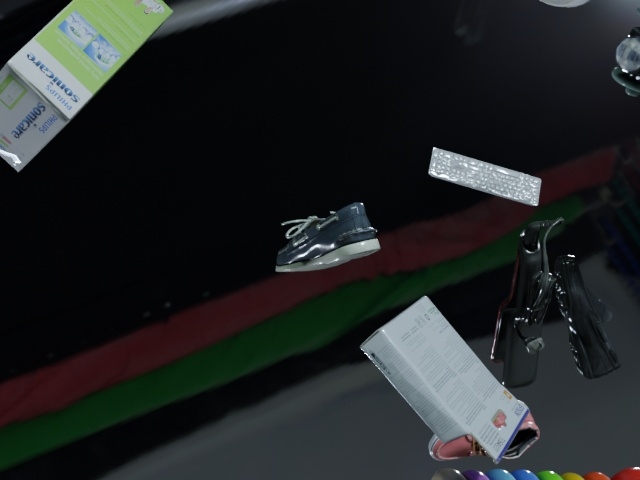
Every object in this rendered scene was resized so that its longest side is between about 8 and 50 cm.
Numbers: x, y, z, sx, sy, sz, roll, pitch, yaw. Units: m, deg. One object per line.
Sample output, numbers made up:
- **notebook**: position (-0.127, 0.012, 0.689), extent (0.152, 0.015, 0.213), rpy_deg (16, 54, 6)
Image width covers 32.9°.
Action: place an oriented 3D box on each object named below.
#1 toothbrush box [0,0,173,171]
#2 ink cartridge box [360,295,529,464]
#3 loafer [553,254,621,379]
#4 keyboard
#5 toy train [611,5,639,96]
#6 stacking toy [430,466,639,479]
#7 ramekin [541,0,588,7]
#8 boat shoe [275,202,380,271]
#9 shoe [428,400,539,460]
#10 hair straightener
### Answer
- **toothbrush box**: position (-0.381, -0.265, 1.639), extent (0.206, 0.122, 0.283), rpy_deg (-28, 24, 50)
- **ink cartridge box**: position (0.171, 0.189, 1.453), extent (0.045, 0.224, 0.223), rpy_deg (-45, -9, 21)
- **loafer**: position (0.446, 0.124, 1.812), extent (0.078, 0.223, 0.076), rpy_deg (-18, 14, 1)
- **keyboard**: position (0.367, -0.142, 2.418), extent (0.256, 0.072, 0.014), rpy_deg (16, -22, -5)
- **toy train**: position (0.565, -0.252, 1.556), extent (0.334, 0.190, 0.142), rpy_deg (-8, -56, -43)
- **stacking toy**: position (0.317, 0.366, 1.474), extent (0.330, 0.141, 0.141), rpy_deg (-3, -30, -14)
- **ramekin**: position (0.393, -0.502, 1.753), extent (0.127, 0.273, 0.273), rpy_deg (-37, -21, -16)
- **boat shoe**: position (0.000, 0.000, 1.587), extent (0.095, 0.079, 0.254), rpy_deg (-10, -4, -23)
- **shoe**: position (0.264, 0.321, 1.752), extent (0.178, 0.081, 0.063), rpy_deg (-23, -67, 1)
- **hair straightener**: position (0.224, 0.074, 1.124), extent (0.047, 0.089, 0.230), rpy_deg (-4, -49, -13)
